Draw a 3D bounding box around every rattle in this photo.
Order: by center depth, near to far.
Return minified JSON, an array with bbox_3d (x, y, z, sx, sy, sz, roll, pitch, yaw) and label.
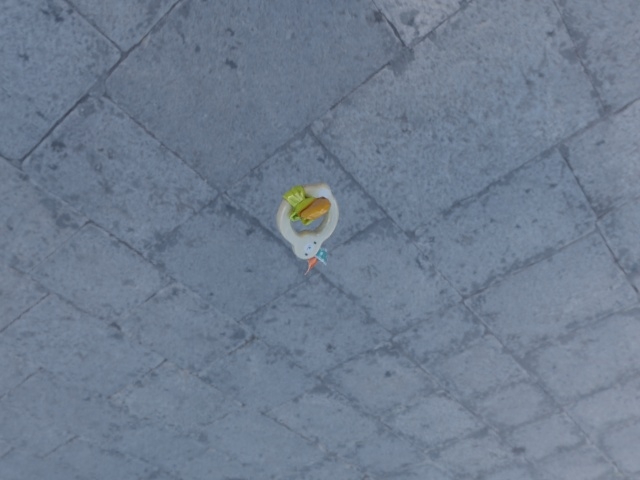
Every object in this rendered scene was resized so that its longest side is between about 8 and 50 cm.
[{"bbox_3d":[0.000,0.000,0.956,0.130,0.142,0.200,-20,120,-36],"label":"rattle"}]
